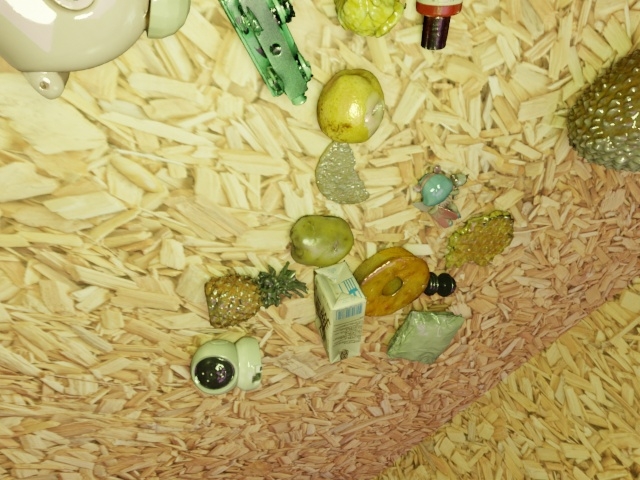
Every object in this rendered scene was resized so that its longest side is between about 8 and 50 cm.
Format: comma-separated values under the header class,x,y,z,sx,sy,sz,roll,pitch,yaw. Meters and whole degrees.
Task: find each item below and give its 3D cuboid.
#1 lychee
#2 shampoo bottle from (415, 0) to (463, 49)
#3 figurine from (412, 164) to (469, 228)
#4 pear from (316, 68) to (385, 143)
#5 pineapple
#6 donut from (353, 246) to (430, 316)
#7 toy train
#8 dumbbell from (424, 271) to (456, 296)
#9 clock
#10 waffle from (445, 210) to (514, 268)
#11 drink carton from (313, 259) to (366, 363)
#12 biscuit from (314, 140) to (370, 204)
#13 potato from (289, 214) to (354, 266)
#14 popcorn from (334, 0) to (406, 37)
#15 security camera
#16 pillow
class,x,y,z,sx,sy,sz,roll,pitch,yaw
lychee,0.971,-0.380,1.226,0.432,0.380,0.380,-17,137,15
shampoo bottle,0.268,-0.568,0.910,0.104,0.104,0.278,-15,133,-13
figurine,0.418,-0.142,1.359,0.205,0.103,0.260,-38,134,10
pear,0.075,-0.323,0.994,0.178,0.178,0.178,-13,133,-15
pineapple,-0.190,0.166,1.309,0.340,0.169,0.169,-11,133,-21
donut,0.247,0.145,1.527,0.303,0.110,0.303,-13,132,-15
toy train,-0.096,-0.408,0.844,0.115,0.154,0.269,-30,135,3
dumbbell,0.471,0.177,1.670,0.208,0.099,0.099,7,125,-29
clock,-0.417,-0.442,0.658,0.325,0.184,0.342,-35,140,0
waffle,0.628,0.007,1.625,0.300,0.058,0.282,-17,133,-9
drink carton,0.059,0.258,1.478,0.132,0.194,0.325,-12,133,-13
biscuit,0.054,-0.179,1.205,0.133,0.032,0.250,-28,136,2
potato,0.002,0.002,1.264,0.200,0.137,0.155,-4,130,-20
popcorn,0.099,-0.519,0.836,0.173,0.168,0.195,16,116,8
security camera,-0.338,0.439,1.461,0.236,0.194,0.195,3,127,-21
pillow,0.459,0.432,1.867,0.283,0.138,0.310,11,122,-22
